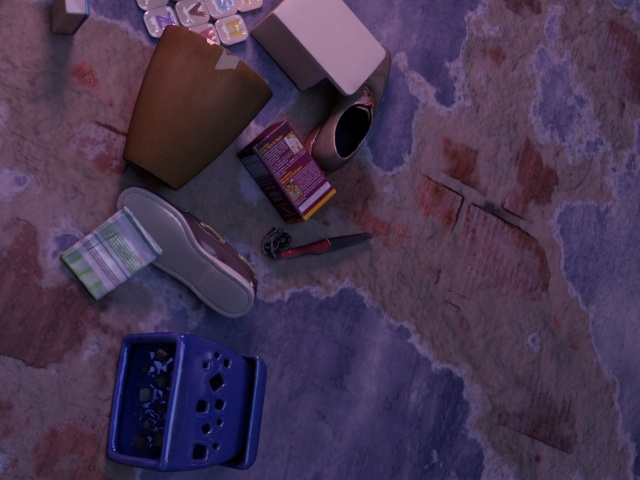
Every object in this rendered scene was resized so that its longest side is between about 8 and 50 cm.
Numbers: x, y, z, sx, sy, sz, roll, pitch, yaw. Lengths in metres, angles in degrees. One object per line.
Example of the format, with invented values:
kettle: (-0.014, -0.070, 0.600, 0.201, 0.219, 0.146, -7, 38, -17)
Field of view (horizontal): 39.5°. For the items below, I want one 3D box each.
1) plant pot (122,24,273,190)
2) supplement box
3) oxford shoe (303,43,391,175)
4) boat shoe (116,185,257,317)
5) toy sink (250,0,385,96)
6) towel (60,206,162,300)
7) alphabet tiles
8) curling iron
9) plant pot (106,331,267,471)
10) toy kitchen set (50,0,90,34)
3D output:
plant pot: (-0.252, -0.229, 1.675, 0.237, 0.237, 0.254, 33, 83, -25)
supplement box: (-0.070, -0.139, 1.845, 0.104, 0.081, 0.188, -44, 108, -27)
oxford shoe: (0.088, -0.290, 1.931, 0.123, 0.130, 0.348, 33, 69, -25)
boat shoe: (-0.249, 0.011, 1.708, 0.324, 0.116, 0.097, 42, 23, -10)
toy sink: (-0.005, -0.416, 1.887, 0.234, 0.131, 0.153, 45, 64, -15)
towel: (-0.381, 0.025, 1.634, 0.152, 0.023, 0.113, -37, 104, -6)
alphabet tiles: (-0.253, -0.523, 1.808, 0.278, 0.021, 0.284, -25, 98, -32)
curling iron: (0.000, 0.000, 1.900, 0.274, 0.035, 0.068, -4, 87, -32)
plant pot: (-0.232, 0.296, 1.613, 0.212, 0.236, 0.236, 15, 76, -36)
toy kitchen set: (-0.407, -0.494, 1.642, 0.166, 0.122, 0.207, -4, 87, -28)
